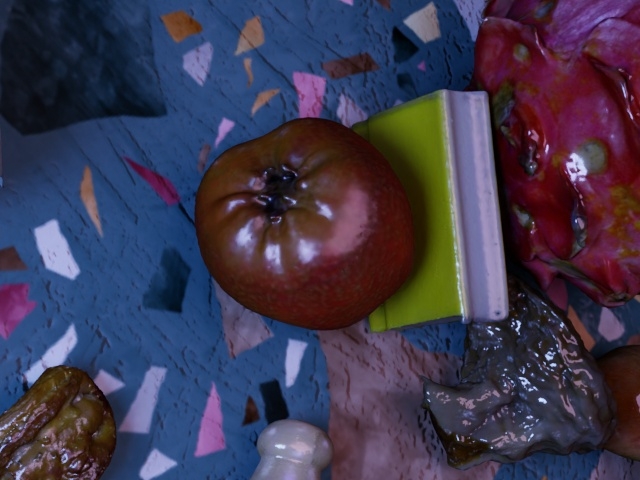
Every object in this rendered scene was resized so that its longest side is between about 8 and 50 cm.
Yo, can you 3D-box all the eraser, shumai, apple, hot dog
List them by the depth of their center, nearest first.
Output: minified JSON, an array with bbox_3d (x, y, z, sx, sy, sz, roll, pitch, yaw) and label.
[{"bbox_3d":[-0.228,0.169,1.183,0.147,0.065,0.099,-46,116,-33],"label":"hot dog"},{"bbox_3d":[0.102,-0.025,1.384,0.069,0.158,0.226,0,81,-31],"label":"eraser"},{"bbox_3d":[0.181,0.142,1.434,0.176,0.166,0.206,-30,67,1],"label":"shumai"},{"bbox_3d":[0.333,0.176,1.536,0.126,0.102,0.126,12,70,-35],"label":"apple"}]

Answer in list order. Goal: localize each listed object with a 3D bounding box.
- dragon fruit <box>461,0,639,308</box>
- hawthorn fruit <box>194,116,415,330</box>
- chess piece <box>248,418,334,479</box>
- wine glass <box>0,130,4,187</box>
[{"bbox_3d":[0.262,-0.104,1.427,0.249,0.371,0.386,-17,90,1],"label":"dragon fruit"},{"bbox_3d":[0.000,0.000,1.314,0.225,0.197,0.196,46,54,-54],"label":"hawthorn fruit"},{"bbox_3d":[-0.056,0.302,1.254,0.139,0.124,0.307,7,67,11],"label":"chess piece"},{"bbox_3d":[-0.373,-0.152,1.051,0.238,0.238,0.323,-23,84,-35],"label":"wine glass"}]
